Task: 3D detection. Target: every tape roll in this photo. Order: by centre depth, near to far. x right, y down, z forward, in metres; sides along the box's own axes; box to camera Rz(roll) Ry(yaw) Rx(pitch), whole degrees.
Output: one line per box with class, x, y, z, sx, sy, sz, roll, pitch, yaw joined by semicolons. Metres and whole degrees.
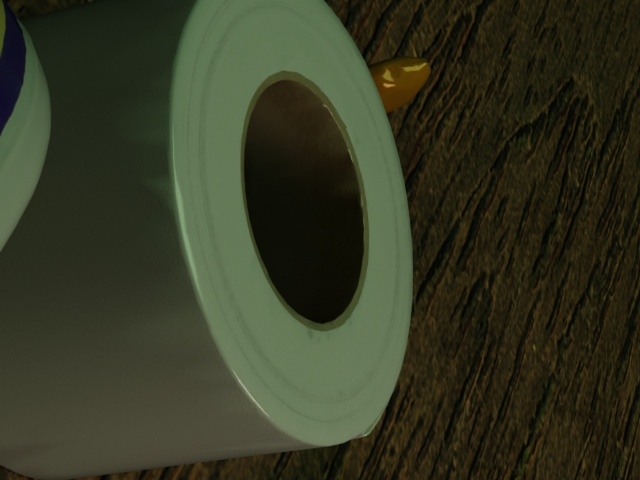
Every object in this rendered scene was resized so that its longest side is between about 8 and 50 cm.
tape roll;-0.078;-0.007;1.018;0.246;0.169;0.246;32;52;-55

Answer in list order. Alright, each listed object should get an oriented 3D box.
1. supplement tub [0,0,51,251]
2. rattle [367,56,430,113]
supplement tub;-0.260;-0.107;0.625;0.331;0.241;0.241;60;33;-33
rattle;0.000;0.000;1.207;0.130;0.142;0.200;75;15;-52
